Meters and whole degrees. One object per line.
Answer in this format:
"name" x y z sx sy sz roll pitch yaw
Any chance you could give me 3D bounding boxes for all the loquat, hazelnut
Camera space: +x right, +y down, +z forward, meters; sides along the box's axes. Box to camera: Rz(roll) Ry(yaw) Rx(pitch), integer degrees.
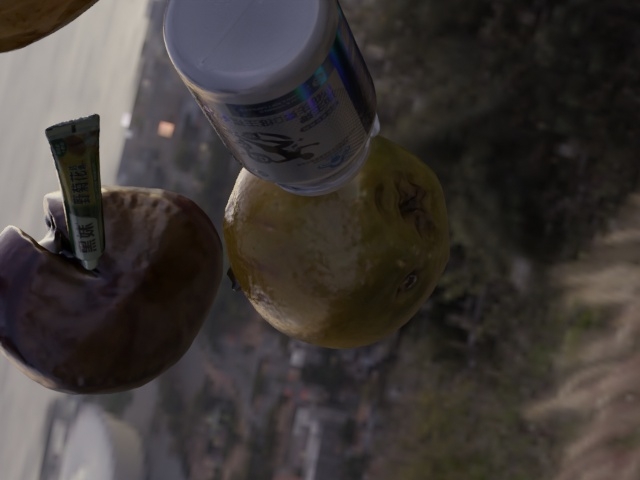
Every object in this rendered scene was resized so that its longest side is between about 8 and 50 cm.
"loquat" 0.000 0.000 1.665 0.246 0.213 0.213 -22 54 42
"hazelnut" -0.218 0.047 1.798 0.217 0.251 0.217 58 167 22

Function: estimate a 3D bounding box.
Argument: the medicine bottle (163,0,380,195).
"medicine bottle" -0.024 -0.101 1.125 0.191 0.107 0.107 59 -145 -64

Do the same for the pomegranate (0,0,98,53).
"pomegranate" -0.228 -0.241 1.266 0.215 0.215 0.215 -167 90 -73

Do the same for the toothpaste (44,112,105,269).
"toothpaste" -0.213 -0.040 1.573 0.204 0.049 0.031 92 157 -52
